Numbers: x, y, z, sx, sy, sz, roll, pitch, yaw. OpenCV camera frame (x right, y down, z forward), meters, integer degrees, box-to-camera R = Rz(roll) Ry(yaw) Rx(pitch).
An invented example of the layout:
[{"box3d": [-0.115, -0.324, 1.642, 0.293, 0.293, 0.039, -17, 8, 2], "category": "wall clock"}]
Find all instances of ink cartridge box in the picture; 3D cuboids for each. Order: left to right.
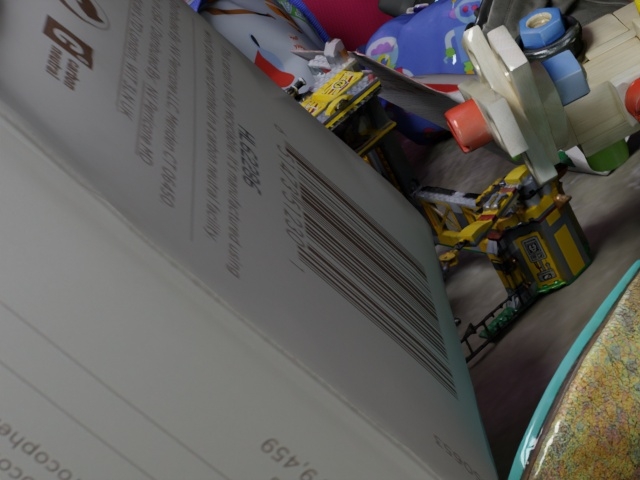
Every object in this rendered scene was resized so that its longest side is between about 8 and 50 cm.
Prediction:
[{"box3d": [0.106, -0.120, 1.341, 0.056, 0.225, 0.181, -65, 19, -2], "category": "ink cartridge box"}]

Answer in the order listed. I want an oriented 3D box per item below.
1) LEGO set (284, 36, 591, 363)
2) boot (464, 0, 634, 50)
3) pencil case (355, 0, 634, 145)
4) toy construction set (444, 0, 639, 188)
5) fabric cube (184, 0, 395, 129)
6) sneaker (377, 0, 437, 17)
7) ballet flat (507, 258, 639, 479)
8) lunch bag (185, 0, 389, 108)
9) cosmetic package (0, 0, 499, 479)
[{"box3d": [0.000, 0.000, 1.158, 0.331, 0.192, 0.255, -37, 27, -15], "category": "LEGO set"}, {"box3d": [0.212, -0.173, 1.311, 0.246, 0.161, 0.083, -37, -30, -59], "category": "boot"}, {"box3d": [0.177, -0.193, 1.581, 0.306, 0.133, 0.119, -21, -13, 39], "category": "pencil case"}, {"box3d": [0.229, -0.109, 1.075, 0.328, 0.151, 0.215, -15, 30, -6], "category": "toy construction set"}, {"box3d": [-0.071, -0.195, 1.872, 0.254, 0.258, 0.259, -39, 15, -18], "category": "fabric cube"}, {"box3d": [0.192, -0.265, 1.836, 0.341, 0.140, 0.125, -29, -32, -53], "category": "sneaker"}, {"box3d": [0.201, 0.043, 0.857, 0.123, 0.123, 0.348, -21, 22, 42], "category": "ballet flat"}, {"box3d": [-0.123, -0.045, 1.466, 0.328, 0.239, 0.385, -47, 3, 16], "category": "lunch bag"}, {"box3d": [-0.171, 0.090, 0.853, 0.394, 0.327, 0.329, -43, 22, 15], "category": "cosmetic package"}]
